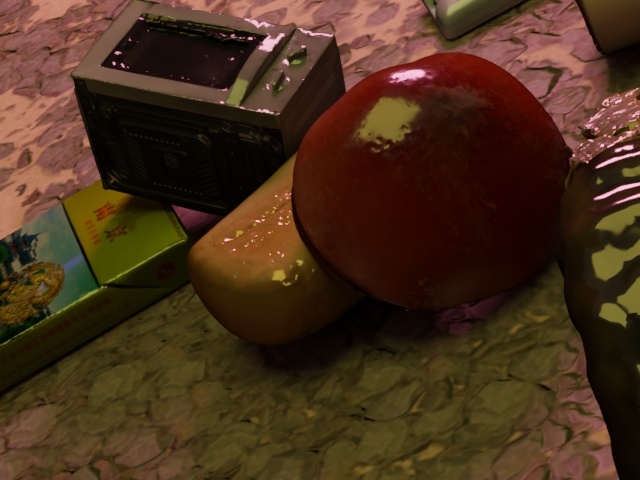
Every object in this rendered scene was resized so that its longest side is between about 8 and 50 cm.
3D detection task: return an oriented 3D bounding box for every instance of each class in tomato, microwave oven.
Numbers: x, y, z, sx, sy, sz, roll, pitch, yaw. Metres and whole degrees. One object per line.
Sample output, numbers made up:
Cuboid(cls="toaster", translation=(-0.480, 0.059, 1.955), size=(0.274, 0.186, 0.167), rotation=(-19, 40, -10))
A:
Cuboid(cls="tomato", translation=(0.096, -0.057, 1.497), size=(0.228, 0.112, 0.199), rotation=(-39, 73, -23))
Cuboid(cls="microwave oven", translation=(-0.091, -0.105, 1.729), size=(0.208, 0.162, 0.122), rotation=(13, 48, 24))

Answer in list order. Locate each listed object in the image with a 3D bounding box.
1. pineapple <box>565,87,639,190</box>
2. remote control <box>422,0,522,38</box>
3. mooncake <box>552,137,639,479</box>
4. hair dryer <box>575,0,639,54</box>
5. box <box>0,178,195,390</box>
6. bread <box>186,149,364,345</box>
Cuboid(cls="pineapple", translation=(0.269, -0.057, 1.441), size=(0.186, 0.114, 0.236), rotation=(-24, 28, 11))
Cuboid(cls="remote control", translation=(0.227, -0.295, 1.876), size=(0.293, 0.051, 0.103), rotation=(-31, 39, 4))
Cuboid(cls="mooncake", translation=(0.242, 0.070, 1.111), size=(0.161, 0.290, 0.290), rotation=(-17, 33, 14))
Cuboid(cls="hair dryer", translation=(0.296, -0.203, 1.561), size=(0.203, 0.128, 0.362), rotation=(-21, 19, 13))
Cuboid(cls="box", translation=(-0.275, 0.058, 1.791), size=(0.335, 0.047, 0.187), rotation=(-30, 30, -3))
Cuboid(cls="bread", translation=(0.000, 0.000, 1.589), size=(0.217, 0.098, 0.147), rotation=(-39, 42, -25))
